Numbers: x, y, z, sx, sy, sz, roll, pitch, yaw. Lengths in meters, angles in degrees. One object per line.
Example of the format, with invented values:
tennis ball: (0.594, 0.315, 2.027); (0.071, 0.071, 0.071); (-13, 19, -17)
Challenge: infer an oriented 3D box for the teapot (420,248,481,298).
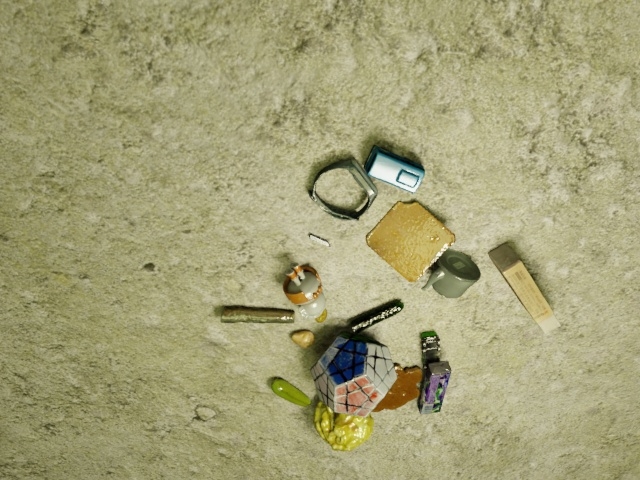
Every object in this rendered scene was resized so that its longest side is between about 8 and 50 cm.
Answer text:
teapot: (0.464, 0.139, 1.839); (0.239, 0.162, 0.149); (-1, 130, -32)

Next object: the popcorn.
popcorn: (0.081, 0.695, 2.064); (0.205, 0.236, 0.252); (-29, 93, -33)

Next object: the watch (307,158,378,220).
watch: (0.077, -0.156, 1.711); (0.192, 0.068, 0.206); (-34, 110, 17)

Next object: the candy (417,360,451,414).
candy: (0.449, 0.586, 2.062); (0.087, 0.061, 0.313); (-4, 133, -6)

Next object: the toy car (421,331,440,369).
toy car: (0.427, 0.430, 2.023); (0.071, 0.063, 0.165); (-7, 117, 2)

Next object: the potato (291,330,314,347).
potato: (-0.066, 0.373, 1.979); (0.083, 0.062, 0.068); (11, 102, 15)

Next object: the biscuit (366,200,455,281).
biscuit: (0.304, -0.003, 1.782); (0.236, 0.013, 0.232); (41, 109, 2)

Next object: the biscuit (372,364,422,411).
biscuit: (0.283, 0.593, 2.111); (0.290, 0.041, 0.208); (-34, 115, 13)

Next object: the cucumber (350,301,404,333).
cucumber: (0.215, 0.280, 1.941); (0.214, 0.058, 0.052); (-27, 81, 8)

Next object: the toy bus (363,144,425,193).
toy bus: (0.240, -0.223, 1.661); (0.184, 0.106, 0.090); (20, 112, -12)

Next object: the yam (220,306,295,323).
yam: (-0.229, 0.280, 1.921); (0.273, 0.061, 0.061); (3, 117, -5)

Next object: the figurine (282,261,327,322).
figurine: (-0.040, 0.191, 1.845); (0.143, 0.143, 0.271); (-32, 112, 13)

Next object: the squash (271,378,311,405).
squash: (-0.116, 0.614, 2.094); (0.201, 0.066, 0.066); (36, 110, -26)

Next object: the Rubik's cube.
Rubik's cube: (0.121, 0.489, 1.926); (0.318, 0.319, 0.264); (-20, 142, 7)

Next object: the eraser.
eraser: (0.732, 0.175, 1.864); (0.078, 0.144, 0.343); (-35, 114, 13)

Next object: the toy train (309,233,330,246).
toy train: (0.000, 0.000, 1.812); (0.083, 0.017, 0.017); (23, 106, -14)
